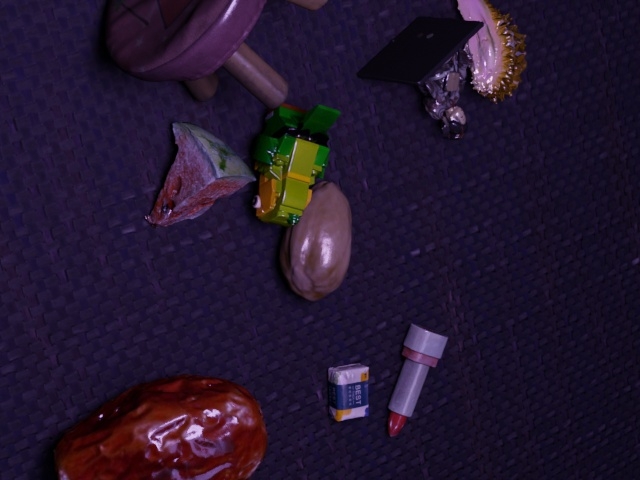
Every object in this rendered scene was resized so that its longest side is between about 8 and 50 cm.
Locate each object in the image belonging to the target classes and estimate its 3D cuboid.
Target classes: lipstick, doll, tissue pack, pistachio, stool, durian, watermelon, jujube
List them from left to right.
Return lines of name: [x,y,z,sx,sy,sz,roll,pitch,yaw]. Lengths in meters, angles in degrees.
jujube: [-0.218,0.292,1.468,0.290,0.197,0.197,-16,104,-11]
watermelon: [-0.161,-0.076,1.500,0.098,0.121,0.158,18,91,-52]
stool: [-0.137,-0.307,1.410,0.178,0.272,0.272,28,82,-45]
doll: [-0.043,-0.110,1.543,0.106,0.134,0.186,14,95,-32]
pistachio: [0.000,0.000,1.601,0.126,0.108,0.185,18,79,-53]
tissue pack: [0.045,0.242,1.690,0.062,0.042,0.083,-5,98,-26]
lipstick: [0.146,0.233,1.743,0.063,0.057,0.186,20,92,-30]
durian: [0.283,-0.339,1.713,0.140,0.078,0.224,-23,97,-43]

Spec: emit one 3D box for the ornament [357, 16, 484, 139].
ornament: [0.197,-0.233,1.669,0.166,0.153,0.196,-45,125,-17]
